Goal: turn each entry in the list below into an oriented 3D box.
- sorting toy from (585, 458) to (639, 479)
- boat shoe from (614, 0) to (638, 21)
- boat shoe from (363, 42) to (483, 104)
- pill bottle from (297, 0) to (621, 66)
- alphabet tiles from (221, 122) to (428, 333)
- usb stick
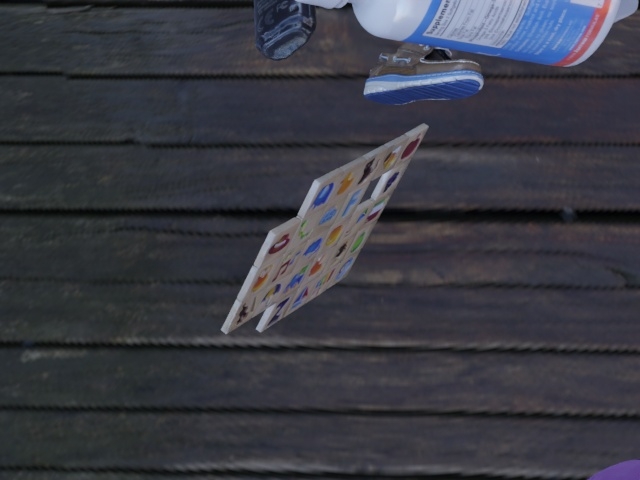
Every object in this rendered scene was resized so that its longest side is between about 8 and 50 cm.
[{"bbox_3d":[0.254,0.088,0.588,0.365,0.127,0.126,-32,114,-30],"label":"sorting toy"},{"bbox_3d":[0.315,-0.301,1.700,0.088,0.267,0.096,-24,93,48],"label":"boat shoe"},{"bbox_3d":[0.113,-0.195,1.439,0.066,0.183,0.066,13,84,-37],"label":"boat shoe"},{"bbox_3d":[0.095,-0.200,0.923,0.221,0.124,0.124,7,106,-17],"label":"pill bottle"},{"bbox_3d":[0.000,0.000,1.174,0.009,0.237,0.198,39,125,16],"label":"alphabet tiles"},{"bbox_3d":[-0.041,-0.314,1.383,0.077,0.278,0.045,-28,139,32],"label":"usb stick"}]
